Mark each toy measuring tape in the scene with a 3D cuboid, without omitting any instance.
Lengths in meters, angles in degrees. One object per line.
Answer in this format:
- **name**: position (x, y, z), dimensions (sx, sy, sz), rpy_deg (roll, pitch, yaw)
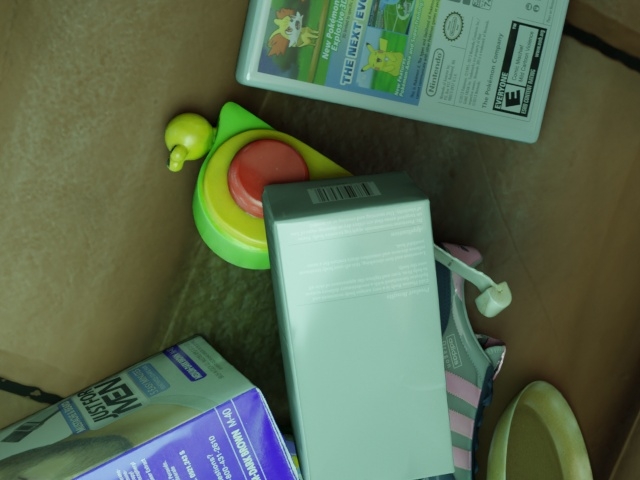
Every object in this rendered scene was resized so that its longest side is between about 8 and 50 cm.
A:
- **toy measuring tape**: position (0.000, 0.000, 1.144), dimensions (0.330, 0.121, 0.121), rpy_deg (33, 87, 1)

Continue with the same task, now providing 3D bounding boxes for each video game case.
- **video game case**: position (0.097, -0.275, 1.206), dimensions (0.299, 0.036, 0.329), rpy_deg (10, 97, -21)

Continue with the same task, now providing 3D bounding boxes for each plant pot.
- **plant pot**: position (0.209, 0.253, 1.270), dimensions (0.236, 0.032, 0.236), rpy_deg (29, 56, -54)

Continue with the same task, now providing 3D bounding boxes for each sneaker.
- **sneaker**: position (0.125, 0.155, 1.247), dimensions (0.131, 0.112, 0.319), rpy_deg (-17, 105, -13)

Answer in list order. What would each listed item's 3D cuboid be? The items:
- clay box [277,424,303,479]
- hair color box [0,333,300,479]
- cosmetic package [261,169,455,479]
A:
- **clay box**: position (-0.005, 0.289, 1.222), dimensions (0.127, 0.053, 0.222), rpy_deg (8, 97, 17)
- **hair color box**: position (-0.208, 0.211, 1.098), dimensions (0.338, 0.185, 0.110), rpy_deg (-27, 108, -14)
- **cosmetic package**: position (0.030, 0.075, 1.073), dimensions (0.127, 0.107, 0.238), rpy_deg (-7, 109, -7)
